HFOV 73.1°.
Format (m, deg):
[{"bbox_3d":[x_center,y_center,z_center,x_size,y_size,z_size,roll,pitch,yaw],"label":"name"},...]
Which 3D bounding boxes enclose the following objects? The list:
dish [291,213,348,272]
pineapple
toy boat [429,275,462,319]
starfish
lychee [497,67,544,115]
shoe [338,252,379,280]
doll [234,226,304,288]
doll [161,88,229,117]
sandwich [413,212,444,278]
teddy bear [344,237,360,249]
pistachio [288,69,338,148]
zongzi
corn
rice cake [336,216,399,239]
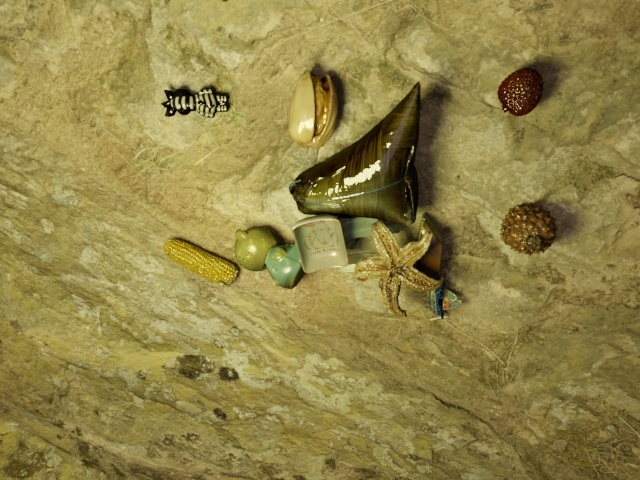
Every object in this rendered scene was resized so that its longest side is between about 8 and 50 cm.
[{"bbox_3d":[0.000,0.000,1.368,0.151,0.077,0.212,-9,133,5],"label":"dish"},{"bbox_3d":[0.643,-0.028,1.332,0.166,0.193,0.166,5,116,10],"label":"pineapple"},{"bbox_3d":[0.440,0.210,1.519,0.110,0.091,0.175,5,119,25],"label":"toy boat"},{"bbox_3d":[0.263,0.083,1.392,0.303,0.113,0.312,30,114,4],"label":"starfish"},{"bbox_3d":[0.564,-0.421,1.221,0.123,0.123,0.129,18,126,1],"label":"lychee"},{"bbox_3d":[0.193,0.106,1.516,0.265,0.095,0.110,-7,112,9],"label":"shoe"},{"bbox_3d":[-0.176,0.053,1.505,0.261,0.161,0.177,28,158,9],"label":"doll"},{"bbox_3d":[-0.405,-0.445,1.398,0.219,0.067,0.091,2,109,2],"label":"doll"},{"bbox_3d":[0.366,0.042,1.461,0.096,0.094,0.258,7,115,12],"label":"sandwich"},{"bbox_3d":[0.032,-0.003,1.486,0.213,0.111,0.133,-3,116,12],"label":"teddy bear"},{"bbox_3d":[-0.023,-0.396,1.322,0.157,0.157,0.229,9,108,5],"label":"pistachio"},{"bbox_3d":[0.097,-0.257,1.287,0.403,0.208,0.432,4,129,10],"label":"zongzi"},{"bbox_3d":[-0.446,0.082,1.607,0.293,0.106,0.106,25,114,1],"label":"corn"},{"bbox_3d":[0.159,-0.051,1.442,0.226,0.040,0.085,-7,112,-13],"label":"rice cake"}]
